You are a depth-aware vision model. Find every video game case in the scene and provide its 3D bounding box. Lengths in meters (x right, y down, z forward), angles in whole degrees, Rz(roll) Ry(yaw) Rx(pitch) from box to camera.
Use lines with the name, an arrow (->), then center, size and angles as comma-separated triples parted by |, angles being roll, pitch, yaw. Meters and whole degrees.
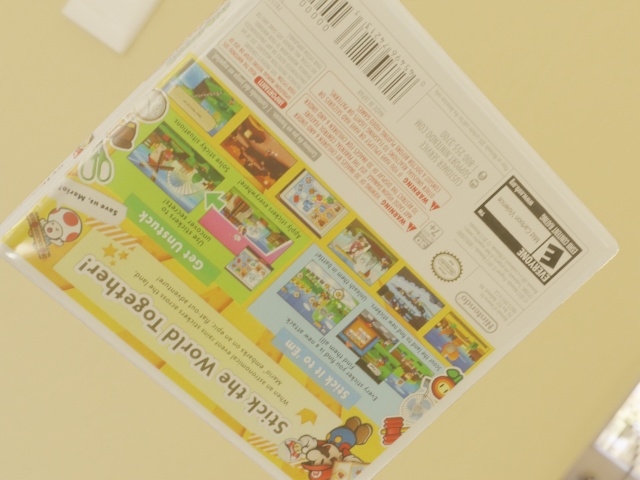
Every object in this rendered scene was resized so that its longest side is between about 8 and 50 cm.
video game case -> 0.000, 0.000, 0.604 | 0.227, 0.206, 0.026 | 43, 7, -25
